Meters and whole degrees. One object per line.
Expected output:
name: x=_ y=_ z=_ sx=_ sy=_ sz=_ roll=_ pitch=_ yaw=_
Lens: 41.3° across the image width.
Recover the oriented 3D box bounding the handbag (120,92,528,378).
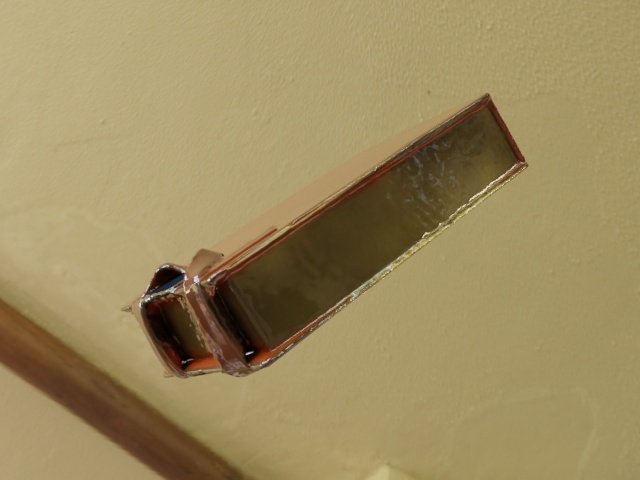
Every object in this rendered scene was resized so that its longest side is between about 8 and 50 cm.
handbag: x=0.000 y=0.000 z=0.437 sx=0.127 sy=0.190 sz=0.062 roll=-18 pitch=-76 yaw=57
